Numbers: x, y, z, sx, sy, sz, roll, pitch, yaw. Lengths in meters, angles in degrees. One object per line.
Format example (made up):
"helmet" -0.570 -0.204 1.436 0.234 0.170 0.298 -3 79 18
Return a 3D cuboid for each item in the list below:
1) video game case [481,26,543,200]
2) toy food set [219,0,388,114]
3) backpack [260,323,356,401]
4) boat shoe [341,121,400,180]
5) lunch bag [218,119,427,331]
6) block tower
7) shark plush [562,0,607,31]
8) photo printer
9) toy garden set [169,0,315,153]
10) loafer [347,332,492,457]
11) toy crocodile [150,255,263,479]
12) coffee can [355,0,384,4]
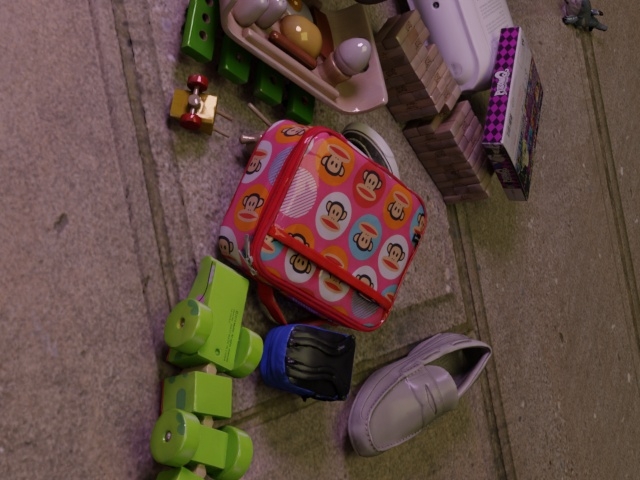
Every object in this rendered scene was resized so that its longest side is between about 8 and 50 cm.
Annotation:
"video game case" 0.339 -0.217 1.698 0.210 0.042 0.232 47 51 -56
"toy food set" -0.027 -0.330 1.361 0.306 0.092 0.219 29 40 -42
"backpack" -0.027 0.167 1.313 0.120 0.101 0.098 21 65 -41
"boat shoe" 0.082 -0.075 1.503 0.070 0.078 0.219 -45 118 -45
"lunch bag" 0.000 0.000 1.349 0.293 0.120 0.258 33 79 -42
"block tower" 0.190 -0.219 1.644 0.335 0.091 0.097 56 47 -26
"shark plush" 0.602 -0.501 2.186 0.161 0.067 0.073 35 57 -39
"photo printer" 0.248 -0.415 1.720 0.256 0.107 0.307 -43 115 -54
"toy garden set" -0.108 -0.211 1.339 0.244 0.049 0.203 27 61 -44
"loafer" 0.156 0.229 1.500 0.319 0.111 0.112 -35 109 -46
"toy crocodile" -0.150 0.182 1.182 0.115 0.105 0.340 28 57 -42
"coffee can" 0.020 -0.488 1.352 0.275 0.201 0.201 30 61 -38
